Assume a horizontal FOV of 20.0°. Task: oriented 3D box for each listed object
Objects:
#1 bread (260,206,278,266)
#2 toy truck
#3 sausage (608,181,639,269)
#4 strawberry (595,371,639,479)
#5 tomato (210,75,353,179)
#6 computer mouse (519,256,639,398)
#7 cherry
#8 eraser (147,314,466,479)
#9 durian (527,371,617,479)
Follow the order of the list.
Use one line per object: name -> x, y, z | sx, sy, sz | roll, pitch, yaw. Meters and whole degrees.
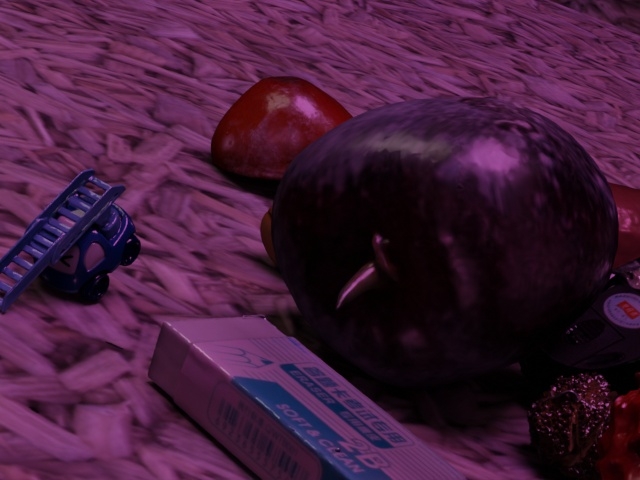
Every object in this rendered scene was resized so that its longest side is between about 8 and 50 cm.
bread -> 0.000, 0.000, 1.564 | 0.082, 0.056, 0.115 | 39, 34, 21
toy truck -> -0.193, 0.015, 1.335 | 0.063, 0.074, 0.136 | 25, 60, 24
sausage -> 0.265, 0.027, 1.607 | 0.279, 0.152, 0.152 | 12, 19, -21
strawberry -> 0.239, 0.193, 1.120 | 0.111, 0.190, 0.236 | -13, 51, -17
tomato -> -0.025, -0.113, 1.761 | 0.159, 0.091, 0.139 | 8, 18, 4
computer mouse -> 0.275, 0.079, 1.467 | 0.233, 0.096, 0.137 | -23, 35, -6
cherry -> 0.096, -0.002, 1.392 | 0.255, 0.218, 0.296 | -9, 3, 36
eraser -> -0.013, 0.124, 1.202 | 0.095, 0.052, 0.225 | -1, 27, -43
durian -> 0.196, 0.135, 1.335 | 0.080, 0.080, 0.091 | 30, 42, 30
